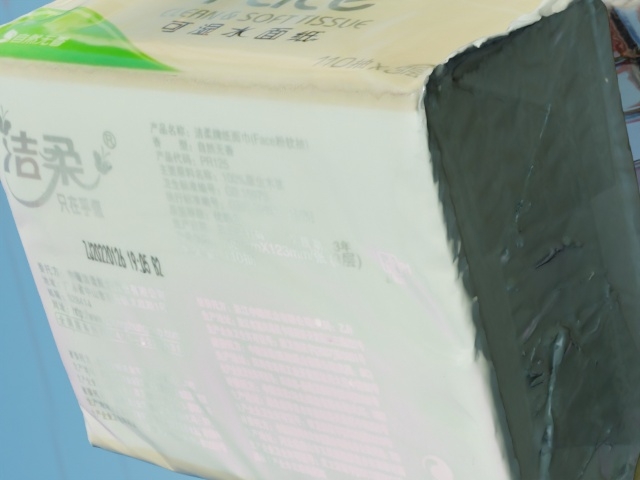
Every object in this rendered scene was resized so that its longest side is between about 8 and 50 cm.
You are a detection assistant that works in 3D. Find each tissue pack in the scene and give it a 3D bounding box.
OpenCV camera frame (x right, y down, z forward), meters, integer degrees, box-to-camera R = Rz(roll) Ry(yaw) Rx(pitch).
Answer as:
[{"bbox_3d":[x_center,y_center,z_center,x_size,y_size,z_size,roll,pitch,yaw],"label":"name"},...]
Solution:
[{"bbox_3d":[0.000,0.000,1.273,0.205,0.405,0.332,-34,-60,-38],"label":"tissue pack"}]

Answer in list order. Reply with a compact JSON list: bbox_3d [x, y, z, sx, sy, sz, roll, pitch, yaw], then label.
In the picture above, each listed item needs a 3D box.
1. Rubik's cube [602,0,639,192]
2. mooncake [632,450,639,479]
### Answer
[{"bbox_3d":[0.285,-0.212,1.361,0.259,0.253,0.256,49,-147,-50],"label":"Rubik's cube"},{"bbox_3d":[0.262,0.175,0.845,0.351,0.187,0.351,-176,90,-80],"label":"mooncake"}]
